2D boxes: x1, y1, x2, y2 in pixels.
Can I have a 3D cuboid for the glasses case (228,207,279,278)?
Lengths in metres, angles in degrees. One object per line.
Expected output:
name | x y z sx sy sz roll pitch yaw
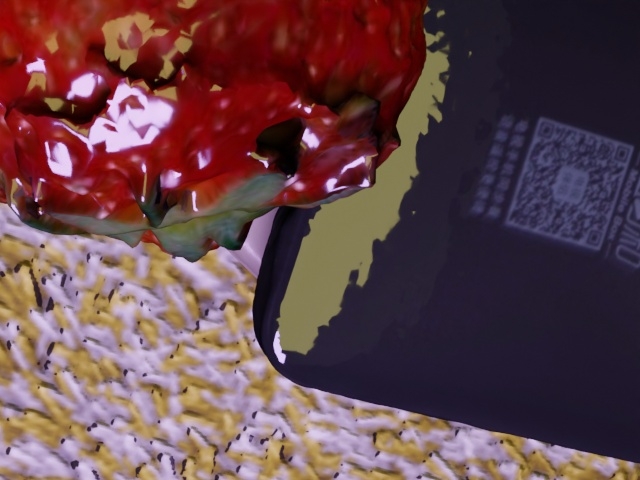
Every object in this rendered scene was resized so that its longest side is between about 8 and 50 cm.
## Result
glasses case | 0.000 0.000 0.938 0.083 0.050 0.196 -42 113 4

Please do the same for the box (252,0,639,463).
box | 0.124 -0.036 0.904 0.289 0.073 0.290 15 97 -22

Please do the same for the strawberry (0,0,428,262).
strawberry | -0.078 -0.140 0.743 0.238 0.250 0.288 4 81 -47
